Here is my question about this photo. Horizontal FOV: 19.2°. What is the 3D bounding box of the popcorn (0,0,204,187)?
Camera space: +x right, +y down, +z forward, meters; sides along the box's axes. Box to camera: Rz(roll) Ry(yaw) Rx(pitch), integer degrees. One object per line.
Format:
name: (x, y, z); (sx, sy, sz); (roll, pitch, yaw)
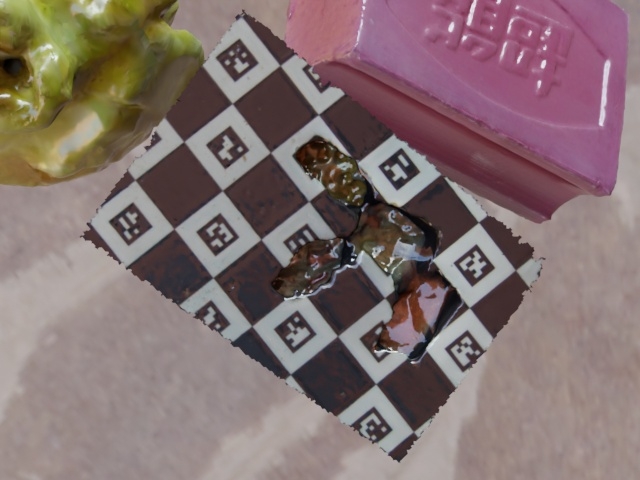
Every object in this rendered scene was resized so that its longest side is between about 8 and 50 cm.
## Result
popcorn: (-0.243, -0.169, 1.561); (0.225, 0.276, 0.276); (19, 70, 31)

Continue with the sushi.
sushi: (0.000, 0.000, 1.325); (0.279, 0.043, 0.192); (36, 86, -6)

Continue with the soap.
soap: (0.139, -0.192, 1.893); (0.128, 0.359, 0.233); (-22, 52, 47)
